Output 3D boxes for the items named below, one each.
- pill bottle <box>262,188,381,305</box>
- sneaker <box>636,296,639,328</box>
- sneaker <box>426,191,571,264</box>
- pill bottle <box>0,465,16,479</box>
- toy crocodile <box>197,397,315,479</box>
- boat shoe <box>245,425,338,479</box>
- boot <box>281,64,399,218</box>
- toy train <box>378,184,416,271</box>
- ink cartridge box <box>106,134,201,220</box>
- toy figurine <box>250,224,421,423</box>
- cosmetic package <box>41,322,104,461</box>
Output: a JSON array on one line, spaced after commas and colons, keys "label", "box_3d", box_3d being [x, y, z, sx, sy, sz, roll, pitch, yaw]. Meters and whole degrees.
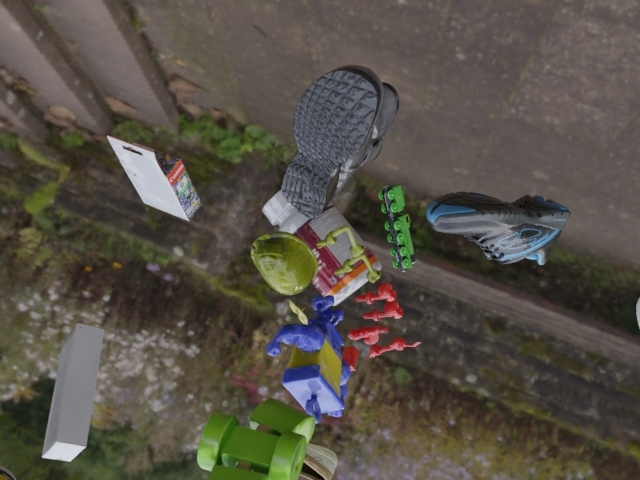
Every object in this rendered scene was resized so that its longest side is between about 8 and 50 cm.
[{"label": "pill bottle", "box_3d": [0.000, 0.000, 1.449, 0.221, 0.121, 0.121, 51, 170, 6]}, {"label": "sneaker", "box_3d": [0.471, 0.059, 1.083, 0.058, 0.152, 0.085, -1, 177, 40]}, {"label": "sneaker", "box_3d": [0.351, -0.015, 1.571, 0.341, 0.139, 0.125, 3, -159, -29]}, {"label": "pill bottle", "box_3d": [-0.551, 0.469, 1.276, 0.119, 0.119, 0.208, 29, -165, -28]}, {"label": "toy crocodile", "box_3d": [-0.096, 0.291, 0.855, 0.115, 0.340, 0.105, 11, 125, 14]}, {"label": "boat shoe", "box_3d": [-0.043, 0.285, 1.055, 0.135, 0.045, 0.050, 18, 137, -2]}, {"label": "boot", "box_3d": [0.055, -0.200, 1.285, 0.118, 0.223, 0.338, 41, 146, 5]}, {"label": "toy train", "box_3d": [0.073, -0.012, 0.744, 0.024, 0.083, 0.017, -22, -166, -39]}, {"label": "ink cartridge box", "box_3d": [-0.168, -0.071, 0.816, 0.063, 0.029, 0.115, 21, 152, 22]}, {"label": "toy figurine", "box_3d": [0.013, 0.170, 1.236, 0.191, 0.217, 0.362, -5, 140, 23]}, {"label": "cosmetic package", "box_3d": [-0.468, 0.287, 1.515, 0.060, 0.239, 0.099, 17, 143, -25]}]
